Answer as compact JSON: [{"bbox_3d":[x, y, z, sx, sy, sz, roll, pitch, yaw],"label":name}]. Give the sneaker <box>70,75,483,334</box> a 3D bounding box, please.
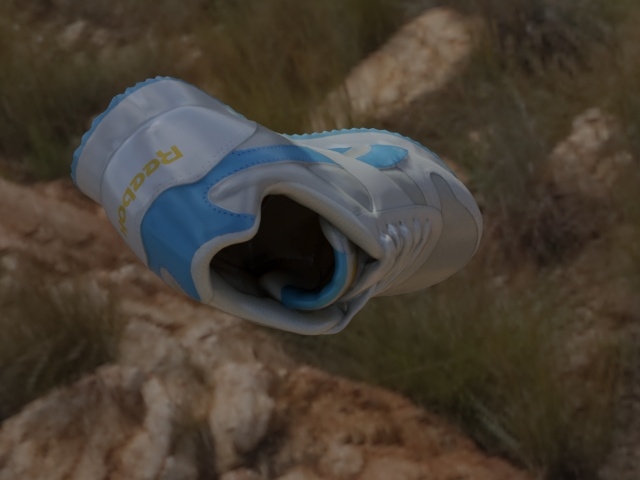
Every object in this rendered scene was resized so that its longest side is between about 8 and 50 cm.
[{"bbox_3d":[0.000,0.000,0.646,0.229,0.087,0.092,8,33,-48],"label":"sneaker"}]
